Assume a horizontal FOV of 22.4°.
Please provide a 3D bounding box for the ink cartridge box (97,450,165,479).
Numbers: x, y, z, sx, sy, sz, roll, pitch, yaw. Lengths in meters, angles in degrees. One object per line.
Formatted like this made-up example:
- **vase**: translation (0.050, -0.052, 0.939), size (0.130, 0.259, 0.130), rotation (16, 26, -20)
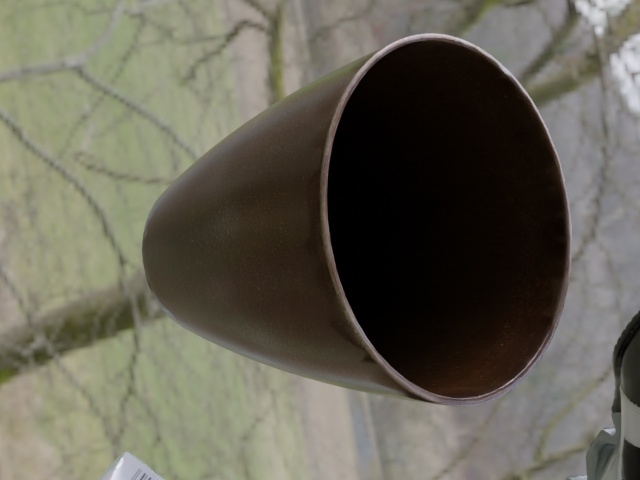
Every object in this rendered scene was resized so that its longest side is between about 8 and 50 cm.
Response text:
- **ink cartridge box**: translation (-0.102, 0.246, 0.975), size (0.225, 0.181, 0.056), rotation (-48, -175, 45)

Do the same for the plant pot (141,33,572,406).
- **plant pot**: translation (0.000, 0.000, 1.010), size (0.230, 0.215, 0.215), rotation (-9, -88, 46)

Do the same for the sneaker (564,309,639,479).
- **sneaker**: translation (0.266, 0.162, 1.141), size (0.146, 0.122, 0.331), rotation (-109, -160, -44)
